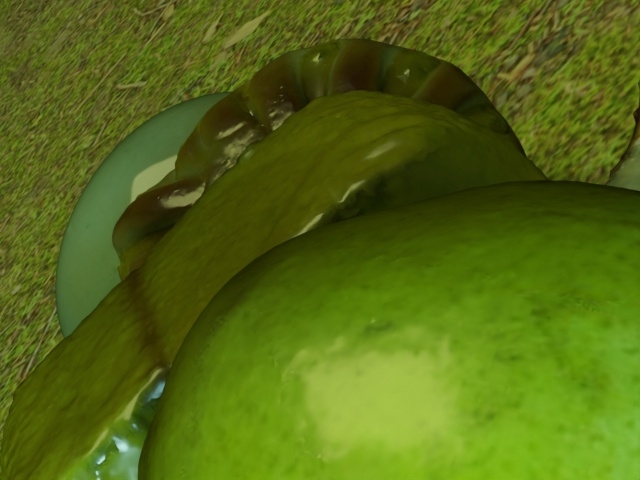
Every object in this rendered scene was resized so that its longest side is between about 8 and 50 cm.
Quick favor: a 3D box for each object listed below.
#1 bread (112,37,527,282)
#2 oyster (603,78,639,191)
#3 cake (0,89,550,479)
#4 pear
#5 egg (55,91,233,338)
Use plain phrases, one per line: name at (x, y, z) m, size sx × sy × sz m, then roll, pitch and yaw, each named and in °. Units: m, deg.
bread at (0.000, 0.000, 0.849) m, size 0.213 × 0.105 × 0.213 m, roll -6°, pitch 68°, yaw 14°
oyster at (0.201, -0.052, 0.677) m, size 0.198 × 0.092 × 0.259 m, roll -49°, pitch 12°, yaw -1°
cake at (0.003, 0.073, 0.713) m, size 0.260 × 0.179 × 0.156 m, roll -44°, pitch 22°, yaw 2°
pear at (0.065, 0.084, 0.531) m, size 0.269 × 0.212 × 0.212 m, roll -6°, pitch 44°, yaw 37°
egg at (-0.066, 0.005, 0.999) m, size 0.192 × 0.149 × 0.149 m, roll -49°, pitch 21°, yaw 1°
